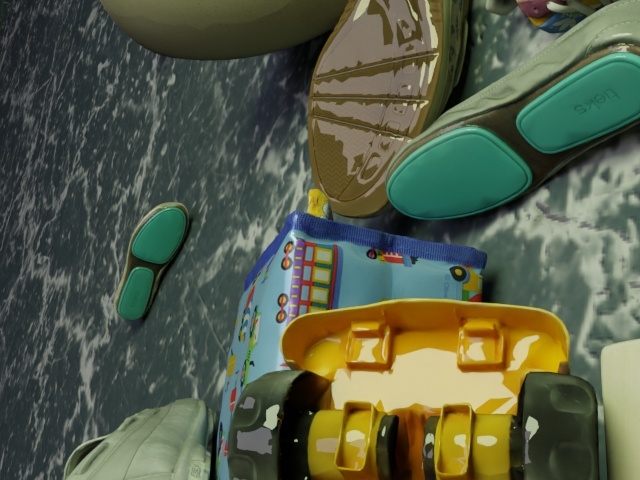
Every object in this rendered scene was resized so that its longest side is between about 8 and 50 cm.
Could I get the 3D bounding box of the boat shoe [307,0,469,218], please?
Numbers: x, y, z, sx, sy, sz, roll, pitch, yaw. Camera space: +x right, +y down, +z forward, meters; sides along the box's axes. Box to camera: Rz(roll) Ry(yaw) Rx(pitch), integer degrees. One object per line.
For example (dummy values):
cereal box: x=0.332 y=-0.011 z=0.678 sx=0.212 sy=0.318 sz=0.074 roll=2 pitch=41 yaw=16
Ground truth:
boat shoe: x=0.067 y=-0.152 z=0.617 sx=0.104 sy=0.089 sz=0.285 roll=14 pitch=90 yaw=33

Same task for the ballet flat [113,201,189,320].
ballet flat: x=-0.205 y=0.017 z=0.978 sx=0.168 sy=0.057 sz=0.052 roll=-60 pitch=24 yaw=20

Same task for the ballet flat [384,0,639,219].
ballet flat: x=0.126 y=-0.073 z=0.505 sx=0.213 sy=0.072 sz=0.068 roll=-28 pitch=25 yaw=48

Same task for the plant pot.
plant pot: x=-0.034 y=-0.280 z=0.691 sx=0.191 sy=0.284 sz=0.284 roll=17 pitch=90 yaw=26

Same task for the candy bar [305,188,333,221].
candy bar: x=0.000 y=0.000 z=0.624 sx=0.161 sy=0.018 sz=0.040 roll=75 pitch=-154 yaw=-77

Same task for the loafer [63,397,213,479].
loafer: x=-0.144 y=0.183 z=0.657 sx=0.319 sy=0.111 sz=0.112 roll=141 pitch=136 yaw=-81

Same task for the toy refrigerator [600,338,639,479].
toy refrigerator: x=0.171 y=0.169 z=0.281 sx=0.102 sy=0.094 sz=0.270 roll=-19 pitch=60 yaw=45

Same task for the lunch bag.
lunch bag: x=-0.024 y=0.127 z=0.589 sx=0.293 sy=0.138 sz=0.221 roll=156 pitch=123 yaw=-64

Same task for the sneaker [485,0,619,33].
sneaker: x=0.163 y=-0.158 z=0.480 sx=0.185 sy=0.069 sz=0.084 roll=-136 pitch=59 yaw=-62

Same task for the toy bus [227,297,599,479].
toy bus: x=0.055 y=0.163 z=0.369 sx=0.149 sy=0.211 sz=0.220 roll=-4 pitch=59 yaw=21
